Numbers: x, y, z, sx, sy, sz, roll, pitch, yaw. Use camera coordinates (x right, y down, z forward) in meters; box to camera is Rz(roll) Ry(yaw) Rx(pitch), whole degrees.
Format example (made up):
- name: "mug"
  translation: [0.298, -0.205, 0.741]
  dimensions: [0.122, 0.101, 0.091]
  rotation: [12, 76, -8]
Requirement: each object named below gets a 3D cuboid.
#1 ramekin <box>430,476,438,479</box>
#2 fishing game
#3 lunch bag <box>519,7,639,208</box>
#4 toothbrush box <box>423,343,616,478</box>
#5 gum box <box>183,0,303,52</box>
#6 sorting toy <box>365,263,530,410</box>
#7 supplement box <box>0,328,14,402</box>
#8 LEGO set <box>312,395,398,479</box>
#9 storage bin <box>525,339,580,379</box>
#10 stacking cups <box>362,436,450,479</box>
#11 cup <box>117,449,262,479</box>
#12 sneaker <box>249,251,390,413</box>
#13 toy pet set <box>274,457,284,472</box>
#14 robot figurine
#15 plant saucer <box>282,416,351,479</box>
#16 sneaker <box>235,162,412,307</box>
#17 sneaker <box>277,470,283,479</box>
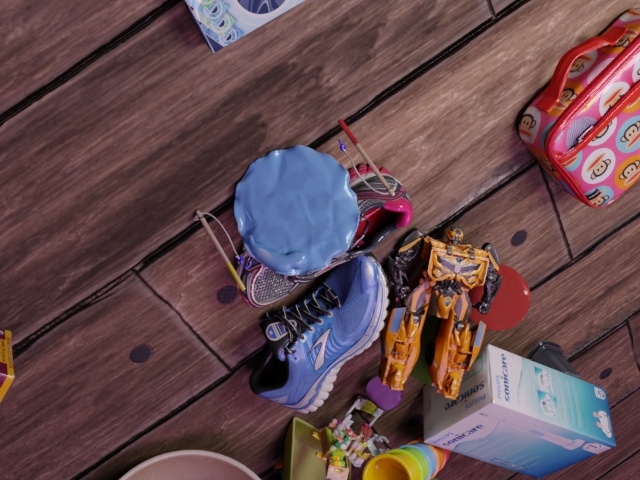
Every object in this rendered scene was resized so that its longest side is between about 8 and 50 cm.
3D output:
- name: "ramekin"
  translation: [0.183, 0.657, 1.513]
  dimensions: [0.148, 0.303, 0.303]
  rotation: [-4, 123, -16]
- name: "fishing game"
  translation: [-0.032, -0.042, 1.036]
  dimensions: [0.264, 0.189, 0.041]
  rotation: [-36, 173, 2]
- name: "lunch bag"
  translation: [0.473, -0.224, 1.173]
  dimensions: [0.293, 0.120, 0.258]
  rotation: [-47, 125, 7]
- name: "toothbrush box"
  translation: [0.379, 0.341, 1.403]
  dimensions: [0.296, 0.126, 0.216]
  rotation: [21, 139, -19]
- name: "gum box"
  translation: [-0.088, -0.340, 0.860]
  dimensions: [0.184, 0.041, 0.157]
  rotation: [-30, 130, -3]
- name: "sorting toy"
  translation: [0.246, 0.194, 1.371]
  dimensions: [0.365, 0.127, 0.126]
  rotation: [-43, 159, 9]
- name: "supplement box"
  translation: [-0.513, 0.156, 0.949]
  dimensions: [0.188, 0.104, 0.080]
  rotation: [23, 109, -36]
- name: "LEGO set"
  translation: [0.067, 0.363, 1.349]
  dimensions: [0.107, 0.132, 0.287]
  rotation: [-51, 155, 5]
- name: "storage bin"
  translation: [0.478, 0.295, 1.538]
  dimensions: [0.098, 0.091, 0.135]
  rotation: [21, 110, -35]
- name: "stacking cups"
  translation: [0.176, 0.435, 1.386]
  dimensions: [0.096, 0.096, 0.316]
  rotation: [-49, 158, 11]
- name: "cup"
  translation: [-0.240, 0.565, 1.258]
  dimensions: [0.331, 0.331, 0.237]
  rotation: [-9, 150, -21]
- name: "sneaker"
  translation: [-0.010, 0.148, 1.175]
  dimensions: [0.147, 0.130, 0.330]
  rotation: [16, 114, -36]
- name: "toy pet set"
  translation: [-0.046, 0.485, 1.388]
  dimensions: [0.114, 0.065, 0.122]
  rotation: [-43, 116, -17]
- name: "robot figurine"
  translation: [0.203, 0.120, 1.237]
  dimensions: [0.211, 0.085, 0.291]
  rotation: [10, 101, -11]
- name: "plant saucer"
  translation: [-0.013, 0.458, 1.373]
  dimensions: [0.045, 0.188, 0.188]
  rotation: [-23, 137, 30]
- name: "sneaker"
  translation: [0.000, 0.000, 1.090]
  dimensions: [0.299, 0.112, 0.121]
  rotation: [-38, 130, 3]
- name: "sneaker"
  translation: [-0.053, 0.500, 1.451]
  dimensions: [0.069, 0.038, 0.098]
  rotation: [-4, 124, -23]
